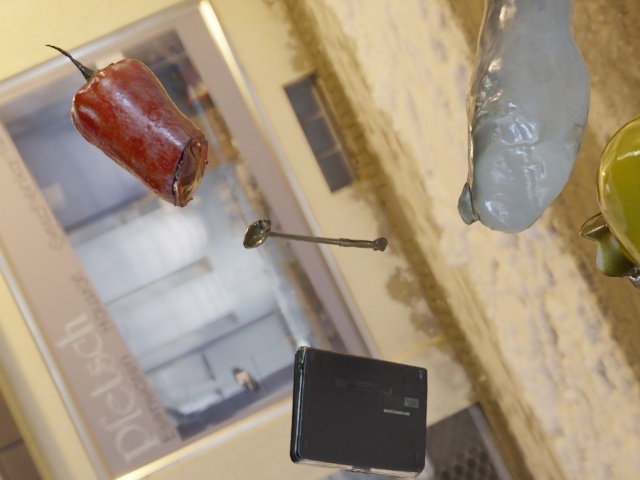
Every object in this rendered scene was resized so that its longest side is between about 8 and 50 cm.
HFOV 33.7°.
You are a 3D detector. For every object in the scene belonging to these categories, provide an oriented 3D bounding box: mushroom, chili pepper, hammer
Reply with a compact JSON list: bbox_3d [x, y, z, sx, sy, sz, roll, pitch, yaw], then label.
[{"bbox_3d":[0.177,-0.168,0.902,0.109,0.097,0.351,114,167,-62],"label":"mushroom"},{"bbox_3d":[-0.175,-0.115,0.933,0.192,0.084,0.086,41,126,8],"label":"chili pepper"},{"bbox_3d":[0.000,0.000,0.717,0.029,0.123,0.014,-43,55,38],"label":"hammer"}]

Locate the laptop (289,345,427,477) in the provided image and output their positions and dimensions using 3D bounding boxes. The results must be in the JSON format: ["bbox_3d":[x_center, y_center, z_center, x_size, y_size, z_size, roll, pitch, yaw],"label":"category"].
[{"bbox_3d":[0.056,0.228,1.395,0.026,0.207,0.154,-24,58,55],"label":"laptop"}]

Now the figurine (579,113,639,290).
[{"bbox_3d":[0.257,-0.036,0.576,0.185,0.127,0.234,28,127,5],"label":"figurine"}]
